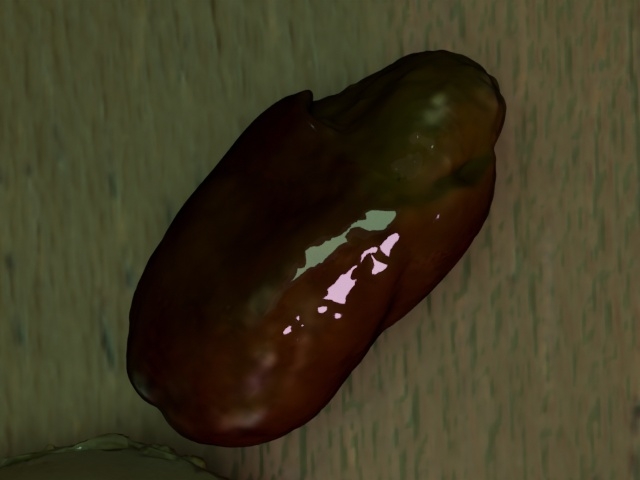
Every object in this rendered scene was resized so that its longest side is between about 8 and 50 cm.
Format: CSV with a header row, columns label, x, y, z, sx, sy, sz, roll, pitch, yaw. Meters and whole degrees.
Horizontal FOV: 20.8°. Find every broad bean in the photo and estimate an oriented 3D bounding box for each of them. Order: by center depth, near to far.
label,x,y,z,sx,sy,sz,roll,pitch,yaw
broad bean,-0.003,-0.002,0.845,0.122,0.156,0.228,39,99,2

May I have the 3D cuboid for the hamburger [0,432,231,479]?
label,x,y,z,sx,sy,sz,roll,pitch,yaw
hamburger,-0.112,0.239,0.847,0.302,0.170,0.302,0,91,2
